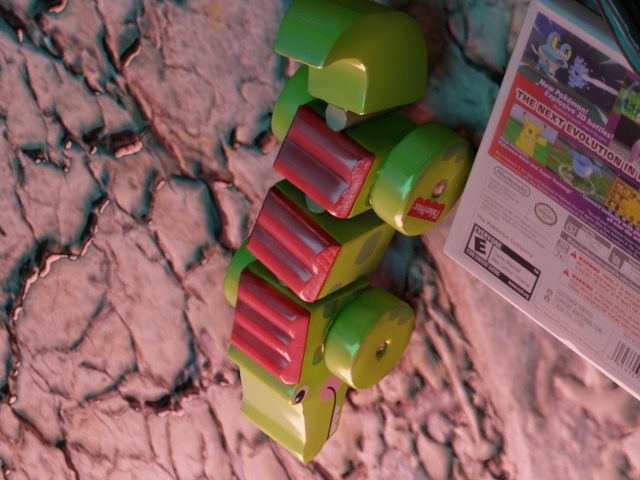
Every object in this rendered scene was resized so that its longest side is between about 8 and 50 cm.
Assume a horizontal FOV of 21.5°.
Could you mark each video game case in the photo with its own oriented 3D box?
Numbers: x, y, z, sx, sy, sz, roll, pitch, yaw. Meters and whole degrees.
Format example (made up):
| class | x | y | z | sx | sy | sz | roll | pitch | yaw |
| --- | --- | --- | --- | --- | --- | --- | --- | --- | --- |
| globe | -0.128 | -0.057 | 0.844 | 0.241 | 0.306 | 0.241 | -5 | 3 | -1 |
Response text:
| class | x | y | z | sx | sy | sz | roll | pitch | yaw |
| --- | --- | --- | --- | --- | --- | --- | --- | --- | --- |
| video game case | 0.169 | -0.011 | 0.916 | 0.201 | 0.023 | 0.183 | 38 | 132 | 27 |

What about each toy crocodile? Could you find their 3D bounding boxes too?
| class | x | y | z | sx | sy | sz | roll | pitch | yaw |
| --- | --- | --- | --- | --- | --- | --- | --- | --- | --- |
| toy crocodile | 0.000 | 0.000 | 1.026 | 0.115 | 0.105 | 0.341 | 38 | 132 | 26 |

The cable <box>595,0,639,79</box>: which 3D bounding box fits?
| class | x | y | z | sx | sy | sz | roll | pitch | yaw |
| --- | --- | --- | --- | --- | --- | --- | --- | --- | --- |
| cable | 0.123 | -0.181 | 0.860 | 0.287 | 0.072 | 0.139 | 35 | 127 | 20 |
